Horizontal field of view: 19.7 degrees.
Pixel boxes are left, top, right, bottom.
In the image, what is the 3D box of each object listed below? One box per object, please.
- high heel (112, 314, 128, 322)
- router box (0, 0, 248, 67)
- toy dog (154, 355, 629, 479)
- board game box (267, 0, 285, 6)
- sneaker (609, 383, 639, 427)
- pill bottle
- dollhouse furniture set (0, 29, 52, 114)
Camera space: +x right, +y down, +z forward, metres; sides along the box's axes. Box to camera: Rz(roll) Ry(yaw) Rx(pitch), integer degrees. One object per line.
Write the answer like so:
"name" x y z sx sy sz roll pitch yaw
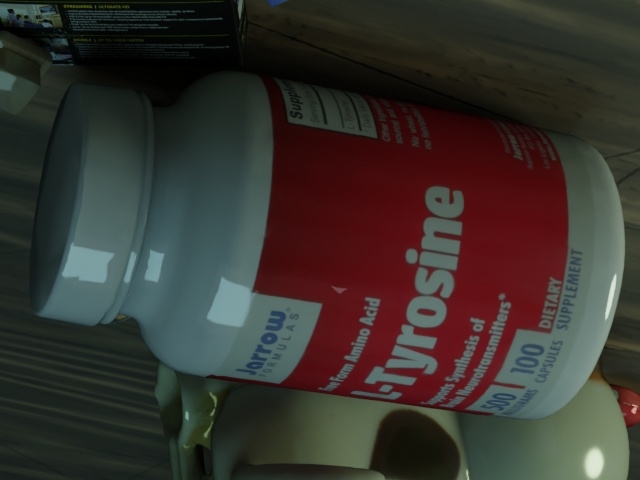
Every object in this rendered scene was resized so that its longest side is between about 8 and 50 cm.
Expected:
"high heel" -0.188 -0.025 1.569 0.261 0.093 0.186 -14 125 47
"router box" -0.147 -0.179 1.311 0.179 0.046 0.133 1 148 5
"toy dog" 0.079 0.193 1.690 0.408 0.285 0.395 -5 161 -16
"board game box" -0.021 -0.242 1.186 0.136 0.035 0.201 -18 143 20
"sneaker" 0.234 0.228 1.854 0.087 0.128 0.221 28 143 -35
"pill bottle" 0.000 0.000 1.384 0.407 0.229 0.229 9 149 -17
"dollhouse furniture set" -0.424 -0.128 1.380 0.303 0.174 0.355 26 128 -32
